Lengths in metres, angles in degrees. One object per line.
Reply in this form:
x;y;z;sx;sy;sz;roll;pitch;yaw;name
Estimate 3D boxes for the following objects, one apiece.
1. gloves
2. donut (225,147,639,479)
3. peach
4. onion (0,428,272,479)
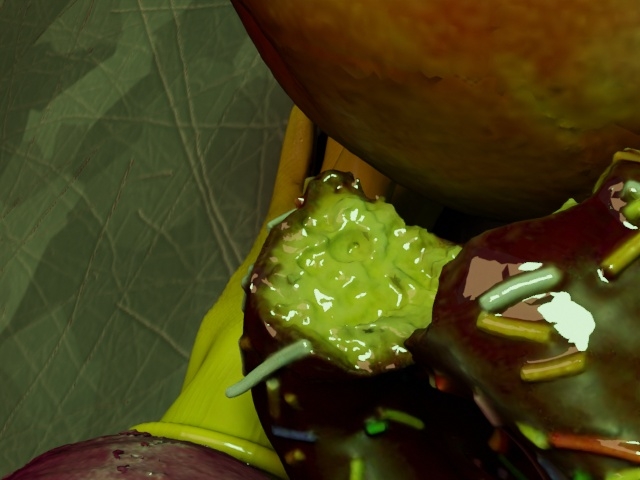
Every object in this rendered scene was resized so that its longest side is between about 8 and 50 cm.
-0.001;0.000;0.608;0.133;0.116;0.294;1;59;34;gloves
0.064;0.071;0.408;0.230;0.216;0.096;11;41;41;donut
0.105;-0.155;0.449;0.332;0.308;0.308;-18;47;-4;peach
-0.095;0.181;0.435;0.256;0.230;0.272;-9;99;11;onion
